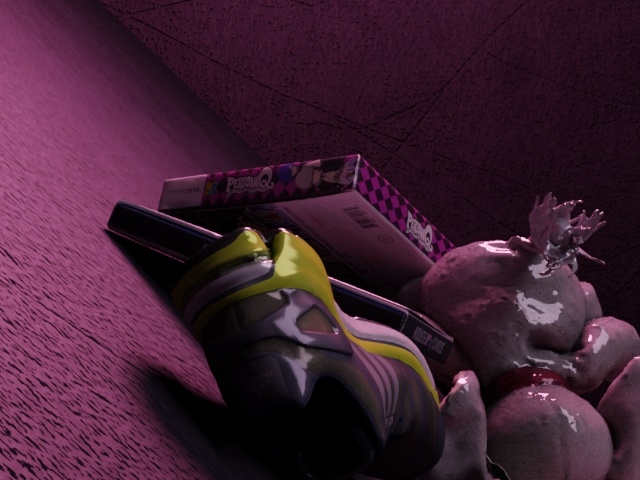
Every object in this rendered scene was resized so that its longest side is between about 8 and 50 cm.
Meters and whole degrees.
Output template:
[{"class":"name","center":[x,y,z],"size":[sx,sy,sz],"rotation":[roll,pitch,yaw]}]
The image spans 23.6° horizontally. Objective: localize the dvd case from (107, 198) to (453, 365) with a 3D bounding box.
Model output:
[{"class":"dvd case","center":[-0.025,0.034,1.175],"size":[0.238,0.030,0.179],"rotation":[22,-4,18]}]

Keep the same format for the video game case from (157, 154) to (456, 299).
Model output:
[{"class":"video game case","center":[0.000,0.000,1.417],"size":[0.210,0.042,0.232],"rotation":[-6,-28,32]}]

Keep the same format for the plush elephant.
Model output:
[{"class":"plush elephant","center":[0.172,0.144,1.331],"size":[0.271,0.255,0.330],"rotation":[5,-27,-11]}]

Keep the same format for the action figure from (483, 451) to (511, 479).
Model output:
[{"class":"action figure","center":[0.191,0.281,1.168],"size":[0.232,0.063,0.137],"rotation":[53,9,-16]}]

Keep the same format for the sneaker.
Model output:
[{"class":"sneaker","center":[0.004,0.109,0.981],"size":[0.300,0.111,0.121],"rotation":[41,25,-53]}]
